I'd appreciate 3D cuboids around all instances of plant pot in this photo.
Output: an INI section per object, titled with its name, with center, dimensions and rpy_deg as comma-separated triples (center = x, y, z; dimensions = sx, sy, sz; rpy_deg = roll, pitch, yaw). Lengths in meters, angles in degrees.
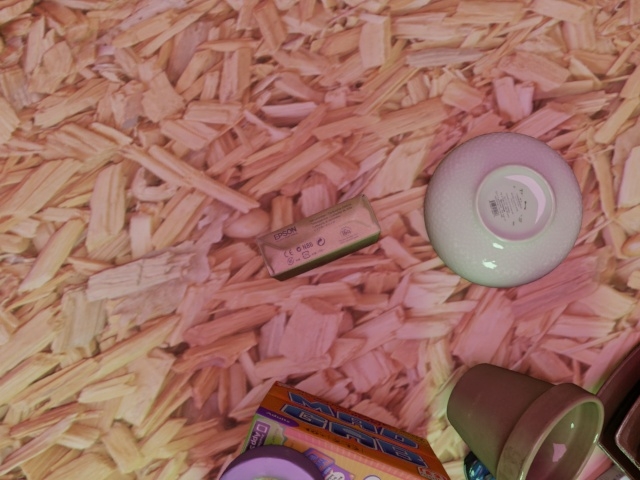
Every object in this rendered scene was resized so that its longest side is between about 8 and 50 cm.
[plant pot]
center = 0.376, 0.360, 1.253
dimensions = 0.229, 0.263, 0.263
rpy_deg = 29, 87, 45

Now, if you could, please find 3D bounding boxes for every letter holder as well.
[letter holder]
center = 0.700, 0.325, 1.268
dimensions = 0.302, 0.152, 0.214
rpy_deg = -41, 83, -16

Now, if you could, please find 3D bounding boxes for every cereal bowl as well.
[cereal bowl]
center = 0.391, -0.068, 1.342
dimensions = 0.339, 0.141, 0.338
rpy_deg = 0, 87, 1

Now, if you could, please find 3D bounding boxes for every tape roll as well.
[tape roll]
center = -0.079, 0.421, 0.994
dimensions = 0.189, 0.080, 0.188
rpy_deg = 0, 85, 1

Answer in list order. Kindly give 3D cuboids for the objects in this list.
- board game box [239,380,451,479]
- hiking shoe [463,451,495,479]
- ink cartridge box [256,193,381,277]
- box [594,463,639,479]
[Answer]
[board game box]
center = -0.001, 0.517, 1.204
dimensions = 0.357, 0.356, 0.356
rpy_deg = 21, 87, 3
[hiking shoe]
center = 0.408, 0.558, 1.302
dimensions = 0.113, 0.132, 0.304
rpy_deg = -36, 86, -1
[ink cartridge box]
center = 0.000, 0.000, 1.320
dimensions = 0.235, 0.193, 0.088
rpy_deg = -23, 84, -1
[box]
center = 0.624, 0.552, 1.327
dimensions = 0.137, 0.072, 0.126
rpy_deg = -38, 85, -1
